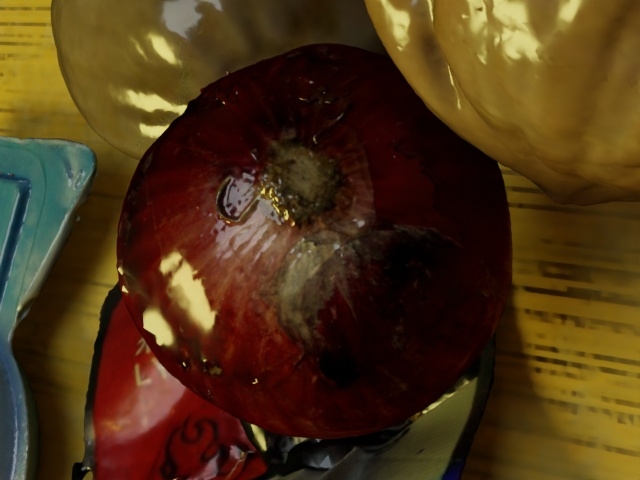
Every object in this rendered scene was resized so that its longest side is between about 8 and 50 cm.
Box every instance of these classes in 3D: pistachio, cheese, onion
[{"bbox_3d":[-0.043,-0.083,0.645,0.185,0.108,0.126,13,62,49],"label":"pistachio"},{"bbox_3d":[-0.165,0.070,0.731,0.135,0.052,0.244,9,83,41],"label":"cheese"},{"bbox_3d":[0.000,0.000,0.537,0.131,0.131,0.131,-13,69,37],"label":"onion"}]

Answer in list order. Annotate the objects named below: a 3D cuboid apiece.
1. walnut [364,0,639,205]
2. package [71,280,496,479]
[{"bbox_3d":[0.104,-0.109,0.478,0.213,0.213,0.213,-13,69,37],"label":"walnut"},{"bbox_3d":[-0.022,0.106,0.598,0.194,0.071,0.269,-13,50,25],"label":"package"}]
